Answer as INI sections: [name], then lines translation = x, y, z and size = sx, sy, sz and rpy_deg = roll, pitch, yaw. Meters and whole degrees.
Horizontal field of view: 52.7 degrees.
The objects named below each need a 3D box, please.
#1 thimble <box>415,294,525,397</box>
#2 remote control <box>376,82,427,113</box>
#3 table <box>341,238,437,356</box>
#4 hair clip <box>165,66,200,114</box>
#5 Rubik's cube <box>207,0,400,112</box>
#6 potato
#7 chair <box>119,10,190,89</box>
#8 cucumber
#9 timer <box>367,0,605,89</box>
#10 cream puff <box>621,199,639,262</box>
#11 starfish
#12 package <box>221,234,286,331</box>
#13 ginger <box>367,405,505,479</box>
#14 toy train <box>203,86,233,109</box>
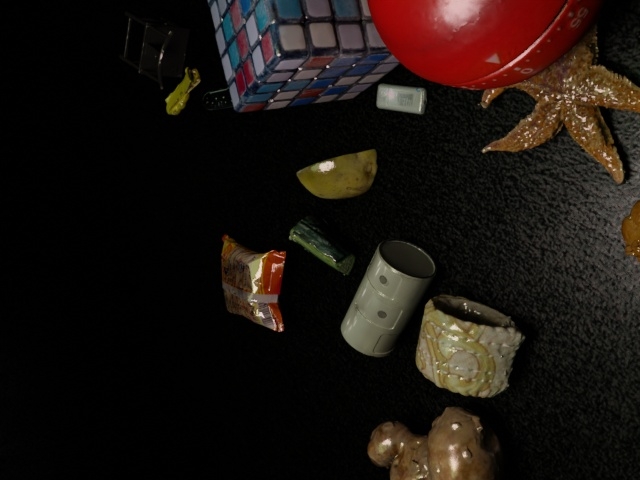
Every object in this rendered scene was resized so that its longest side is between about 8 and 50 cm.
[thimble]
translation = 0.272, 0.195, 1.188
size = 0.191, 0.137, 0.143
rpy_deg = 18, 110, 29
[remote control]
translation = 0.161, -0.284, 1.291
size = 0.124, 0.018, 0.053
rpy_deg = 19, 113, 44
[table]
translation = 0.137, 0.118, 1.325
size = 0.126, 0.126, 0.219
rpy_deg = 46, 130, 31
[hair clip]
translation = -0.400, -0.425, 1.854
size = 0.173, 0.046, 0.072
rpy_deg = -44, 56, 42
[Rubik's cube]
translation = -0.027, -0.432, 1.219
size = 0.287, 0.293, 0.291
rpy_deg = -18, 86, 65
[potato]
translation = 0.040, -0.132, 1.379
size = 0.149, 0.120, 0.081
rpy_deg = -22, 81, 49
[chair]
translation = -0.445, -0.535, 1.806
size = 0.260, 0.141, 0.154
rpy_deg = 38, 122, 39
[cucumber]
translation = 0.000, 0.000, 1.485
size = 0.193, 0.086, 0.115
rpy_deg = 42, 170, 32
[timer]
translation = 0.239, -0.418, 0.958
size = 0.378, 0.279, 0.377
rpy_deg = -10, 77, 52
[cream puff]
translation = 0.493, -0.008, 0.900
size = 0.144, 0.127, 0.103
rpy_deg = 103, 176, -70
[starfish]
translation = 0.394, -0.214, 1.022
size = 0.302, 0.060, 0.299
rpy_deg = 45, 126, 31
[package]
translation = -0.188, 0.107, 1.695
size = 0.288, 0.109, 0.223
rpy_deg = 9, 103, 49
[ginger]
translation = 0.225, 0.454, 1.276
size = 0.304, 0.155, 0.244
rpy_deg = -23, 83, 47
[toy train]
translation = -0.228, -0.372, 1.675
size = 0.234, 0.051, 0.052
rpy_deg = 3, 101, 51
